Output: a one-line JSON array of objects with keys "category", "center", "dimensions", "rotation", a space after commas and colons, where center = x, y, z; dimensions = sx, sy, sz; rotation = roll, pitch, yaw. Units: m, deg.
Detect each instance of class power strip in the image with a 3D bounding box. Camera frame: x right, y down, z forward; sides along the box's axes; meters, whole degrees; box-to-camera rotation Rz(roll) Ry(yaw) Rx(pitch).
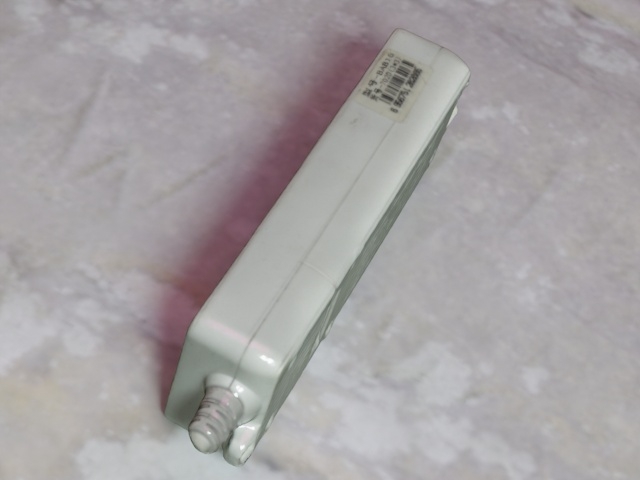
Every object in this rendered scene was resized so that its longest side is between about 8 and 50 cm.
[{"category": "power strip", "center": [0.000, 0.000, 0.964], "dimensions": [0.058, 0.098, 0.338], "rotation": [28, 49, 5]}]
